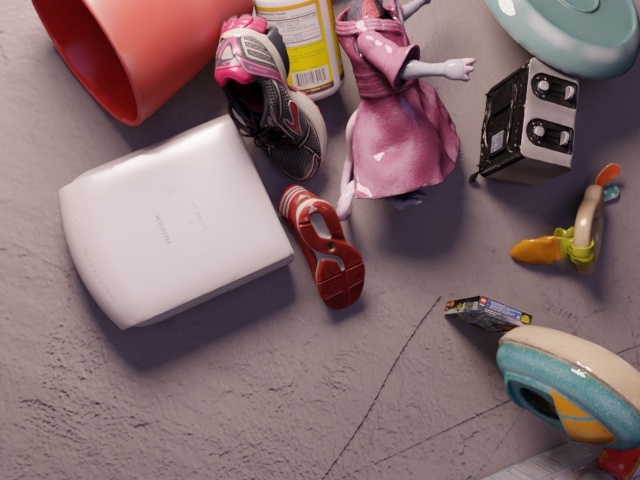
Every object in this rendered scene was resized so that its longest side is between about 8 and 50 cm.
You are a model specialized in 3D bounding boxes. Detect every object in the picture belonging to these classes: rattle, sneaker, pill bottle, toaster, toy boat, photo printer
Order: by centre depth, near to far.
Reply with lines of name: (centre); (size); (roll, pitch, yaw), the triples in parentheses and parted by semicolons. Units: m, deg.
toy boat: (0.395, 0.274, 1.180); (0.148, 0.267, 0.318); (-46, 121, -17)
sneaker: (-0.082, -0.186, 1.180); (0.121, 0.299, 0.112); (-5, 53, 23)
pill bottle: (-0.035, -0.329, 1.214); (0.117, 0.117, 0.214); (-19, 123, -11)
photo printer: (-0.228, -0.022, 1.216); (0.308, 0.107, 0.256); (-23, 93, -11)
sneaker: (0.000, 0.000, 1.277); (0.087, 0.128, 0.221); (-23, 127, -11)
toaster: (0.337, -0.184, 1.302); (0.110, 0.186, 0.168); (12, 78, -13)
rattle: (0.433, -0.043, 1.383); (0.130, 0.143, 0.199); (32, 64, -40)

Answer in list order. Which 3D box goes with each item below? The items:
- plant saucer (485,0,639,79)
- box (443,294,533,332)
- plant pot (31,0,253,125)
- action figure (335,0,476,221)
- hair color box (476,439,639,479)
plant saucer: (0.404, -0.402, 1.304); (0.318, 0.043, 0.317); (12, 58, -19)
box: (0.270, 0.121, 1.291); (0.094, 0.137, 0.027); (22, 77, -10)
plant pot: (-0.250, -0.343, 1.156); (0.243, 0.275, 0.275); (-40, 96, -21)
action figure: (0.095, -0.253, 1.219); (0.276, 0.248, 0.370); (-18, 119, 13)
hair color box: (0.364, 0.471, 1.312); (0.375, 0.113, 0.185); (-19, 92, -10)
